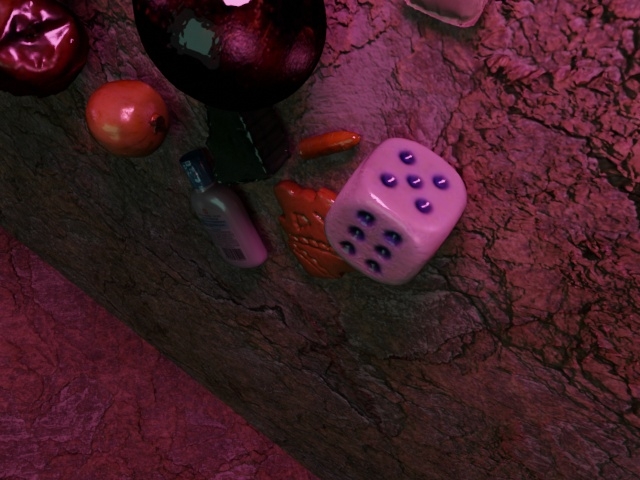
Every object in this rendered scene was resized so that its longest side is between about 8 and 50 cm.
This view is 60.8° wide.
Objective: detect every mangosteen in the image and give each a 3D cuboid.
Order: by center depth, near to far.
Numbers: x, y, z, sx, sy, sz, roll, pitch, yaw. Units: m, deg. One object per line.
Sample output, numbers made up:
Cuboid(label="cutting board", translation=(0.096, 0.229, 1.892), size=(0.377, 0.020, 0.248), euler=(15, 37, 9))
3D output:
Cuboid(label="mangosteen", translation=(-0.111, -0.344, 0.814), size=(0.313, 0.297, 0.297), euler=(-16, 120, 21))

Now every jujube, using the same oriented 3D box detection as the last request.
Cuboid(label="jujube", translation=(-0.695, -0.448, 1.259), size=(0.376, 0.258, 0.258), euler=(0, 128, 44))

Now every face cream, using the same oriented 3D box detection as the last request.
Cuboid(label="face cream", translation=(-0.257, -0.075, 1.402), size=(0.163, 0.080, 0.337), euler=(6, 132, 40))

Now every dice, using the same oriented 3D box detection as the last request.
Cuboid(label="dice", translation=(0.133, -0.050, 0.976), size=(0.194, 0.192, 0.193), euler=(37, 146, 3))

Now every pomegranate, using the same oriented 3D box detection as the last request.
Cuboid(label="pomegranate", translation=(-0.444, -0.277, 1.267), size=(0.191, 0.191, 0.191), euler=(25, 142, 21))

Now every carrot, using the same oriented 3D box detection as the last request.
Cuboid(label="carrot", translation=(0.018, -0.190, 1.058), size=(0.139, 0.048, 0.048), euler=(-6, 125, 43))

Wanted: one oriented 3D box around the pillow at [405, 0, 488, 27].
Cuboid(label="pillow", translation=(0.184, -0.387, 0.695), size=(0.130, 0.038, 0.233), euler=(30, 144, 9))

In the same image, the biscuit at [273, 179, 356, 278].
Cuboid(label="biscuit", translation=(0.000, 0.000, 1.278), size=(0.284, 0.043, 0.306), euler=(31, 144, 14))

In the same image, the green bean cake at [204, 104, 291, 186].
Cuboid(label="green bean cake", translation=(-0.177, -0.227, 1.143), size=(0.193, 0.107, 0.208), euler=(2, 129, 45))
